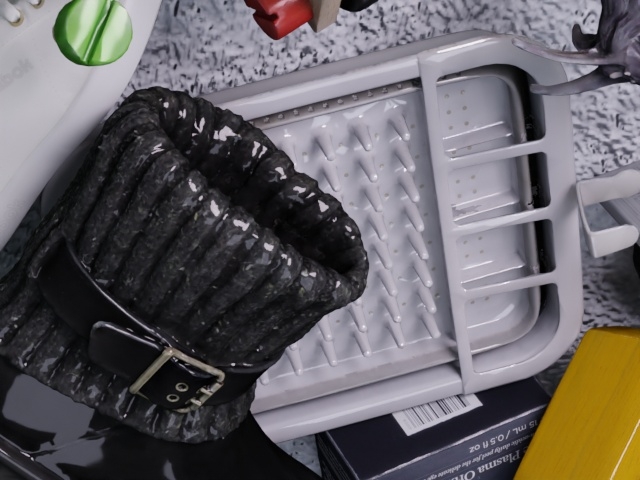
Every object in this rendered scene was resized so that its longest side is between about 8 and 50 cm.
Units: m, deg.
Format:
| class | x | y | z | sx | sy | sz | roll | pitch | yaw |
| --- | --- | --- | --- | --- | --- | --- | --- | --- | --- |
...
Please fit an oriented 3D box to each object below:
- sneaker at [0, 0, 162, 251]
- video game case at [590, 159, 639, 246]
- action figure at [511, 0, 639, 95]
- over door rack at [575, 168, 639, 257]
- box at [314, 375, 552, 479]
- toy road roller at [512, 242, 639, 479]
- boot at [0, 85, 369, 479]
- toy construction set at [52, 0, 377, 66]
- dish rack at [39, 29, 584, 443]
| class | x | y | z | sx | sy | sz | roll | pitch | yaw |
| --- | --- | --- | --- | --- | --- | --- | --- | --- | --- |
| sneaker | -0.185 | -0.103 | 0.916 | 0.123 | 0.106 | 0.290 | 21 | 119 | -31 |
| video game case | 0.265 | -0.035 | 1.067 | 0.143 | 0.157 | 0.019 | -20 | 111 | 0 |
| action figure | 0.241 | -0.141 | 0.840 | 0.275 | 0.141 | 0.164 | -36 | 141 | 0 |
| over door rack | 0.272 | -0.166 | 0.992 | 0.324 | 0.108 | 0.239 | -24 | 128 | -8 |
| box | 0.088 | 0.173 | 1.197 | 0.156 | 0.093 | 0.158 | -21 | 130 | -14 |
| toy road roller | 0.309 | 0.131 | 1.100 | 0.202 | 0.240 | 0.329 | 39 | 76 | -34 |
| boot | -0.049 | 0.085 | 0.995 | 0.348 | 0.131 | 0.260 | 32 | 113 | -32 |
| toy construction set | 0.033 | -0.223 | 0.771 | 0.308 | 0.237 | 0.257 | -7 | 97 | -22 |
| dish rack | 0.000 | 0.000 | 1.071 | 0.332 | 0.072 | 0.286 | -15 | 129 | -5 |
